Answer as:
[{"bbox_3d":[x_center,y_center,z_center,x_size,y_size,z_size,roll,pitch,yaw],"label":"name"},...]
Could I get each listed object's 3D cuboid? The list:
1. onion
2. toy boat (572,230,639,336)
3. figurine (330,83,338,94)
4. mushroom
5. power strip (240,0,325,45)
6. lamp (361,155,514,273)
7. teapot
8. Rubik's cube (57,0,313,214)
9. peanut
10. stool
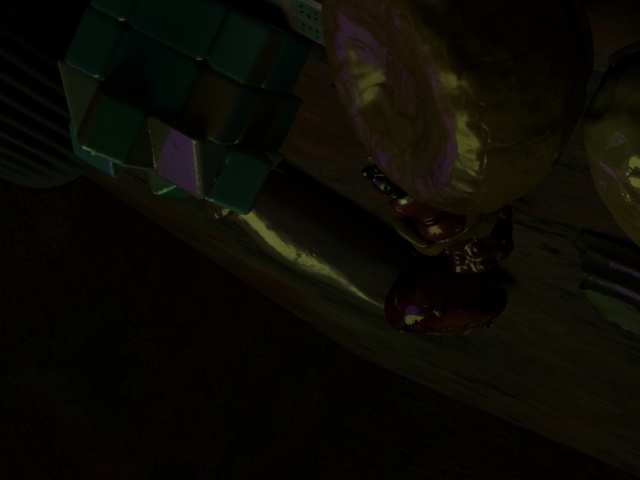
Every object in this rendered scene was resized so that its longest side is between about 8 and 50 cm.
[{"bbox_3d":[0.181,0.073,1.952,0.184,0.147,0.184,-7,174,-1],"label":"onion"},{"bbox_3d":[0.385,0.074,1.424,0.276,0.084,0.111,23,168,40],"label":"toy boat"},{"bbox_3d":[0.081,-0.129,1.258,0.140,0.075,0.068,28,171,20],"label":"figurine"},{"bbox_3d":[0.000,-0.001,2.061,0.407,0.137,0.154,35,-175,-17],"label":"mushroom"},{"bbox_3d":[-0.042,-0.232,1.182,0.279,0.037,0.109,28,172,6],"label":"power strip"},{"bbox_3d":[0.120,-0.054,1.455,0.118,0.118,0.253,19,168,48],"label":"lamp"},{"bbox_3d":[0.112,-0.138,0.891,0.203,0.167,0.311,54,160,26],"label":"teapot"},{"bbox_3d":[-0.148,-0.146,1.284,0.265,0.213,0.224,29,-169,15],"label":"Rubik's cube"},{"bbox_3d":[0.309,-0.027,0.922,0.313,0.149,0.149,25,173,-18],"label":"peanut"},{"bbox_3d":[-0.420,-0.233,1.605,0.297,0.297,0.330,23,174,36],"label":"stool"}]
